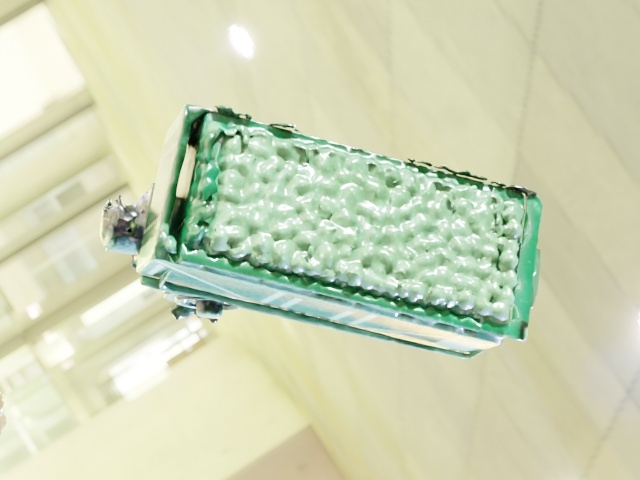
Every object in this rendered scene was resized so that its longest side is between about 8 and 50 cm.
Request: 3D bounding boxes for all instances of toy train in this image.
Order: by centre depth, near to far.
[{"bbox_3d":[0.000,0.000,1.023,0.154,0.269,0.115,135,146,-66],"label":"toy train"}]

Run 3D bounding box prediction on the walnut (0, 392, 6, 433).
[{"bbox_3d":[-0.443,0.208,1.892,0.149,0.166,0.166,10,-144,-53],"label":"walnut"}]
